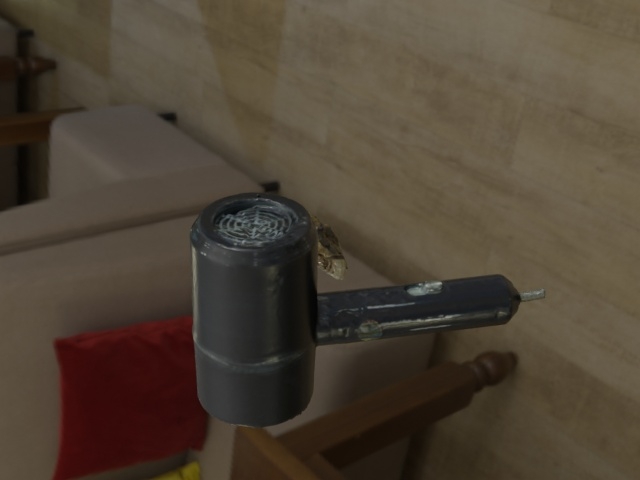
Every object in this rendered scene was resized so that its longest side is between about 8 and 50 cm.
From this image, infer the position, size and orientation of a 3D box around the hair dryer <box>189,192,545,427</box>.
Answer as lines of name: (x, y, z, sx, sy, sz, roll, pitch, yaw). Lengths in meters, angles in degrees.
hair dryer: (0.033, 0.035, 0.527, 0.071, 0.219, 0.124, -113, 23, -56)

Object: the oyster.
oyster: (-0.002, 0.001, 0.933, 0.093, 0.051, 0.034, 43, 125, -3)
